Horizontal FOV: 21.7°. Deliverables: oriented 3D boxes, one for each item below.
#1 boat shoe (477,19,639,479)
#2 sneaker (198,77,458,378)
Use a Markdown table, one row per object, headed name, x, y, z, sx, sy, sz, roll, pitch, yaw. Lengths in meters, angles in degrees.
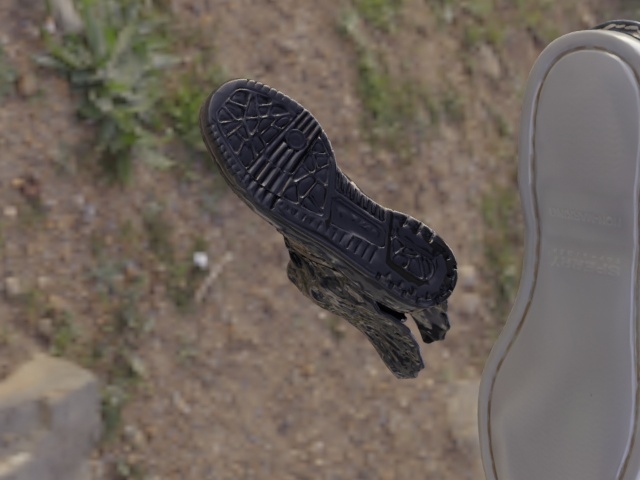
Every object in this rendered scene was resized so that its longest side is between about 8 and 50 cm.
| name | x | y | z | sx | sy | sz | roll | pitch | yaw |
| --- | --- | --- | --- | --- | --- | --- | --- | --- | --- |
| boat shoe | 0.128 | 0.026 | 0.759 | 0.079 | 0.095 | 0.254 | -16 | 110 | -50 |
| sneaker | 0.001 | -0.002 | 0.782 | 0.170 | 0.089 | 0.051 | 40 | 68 | -10 |
